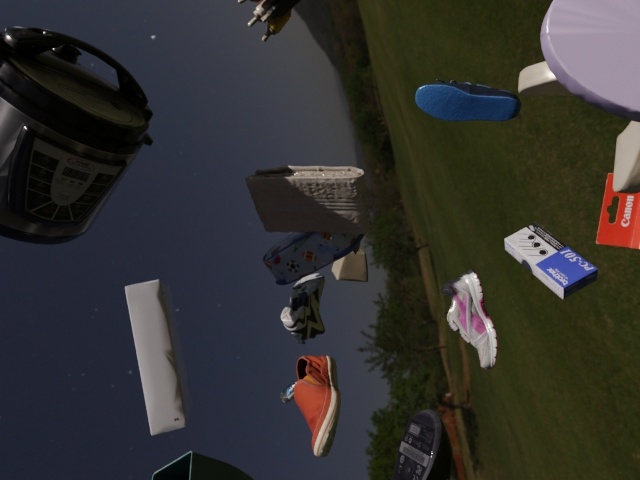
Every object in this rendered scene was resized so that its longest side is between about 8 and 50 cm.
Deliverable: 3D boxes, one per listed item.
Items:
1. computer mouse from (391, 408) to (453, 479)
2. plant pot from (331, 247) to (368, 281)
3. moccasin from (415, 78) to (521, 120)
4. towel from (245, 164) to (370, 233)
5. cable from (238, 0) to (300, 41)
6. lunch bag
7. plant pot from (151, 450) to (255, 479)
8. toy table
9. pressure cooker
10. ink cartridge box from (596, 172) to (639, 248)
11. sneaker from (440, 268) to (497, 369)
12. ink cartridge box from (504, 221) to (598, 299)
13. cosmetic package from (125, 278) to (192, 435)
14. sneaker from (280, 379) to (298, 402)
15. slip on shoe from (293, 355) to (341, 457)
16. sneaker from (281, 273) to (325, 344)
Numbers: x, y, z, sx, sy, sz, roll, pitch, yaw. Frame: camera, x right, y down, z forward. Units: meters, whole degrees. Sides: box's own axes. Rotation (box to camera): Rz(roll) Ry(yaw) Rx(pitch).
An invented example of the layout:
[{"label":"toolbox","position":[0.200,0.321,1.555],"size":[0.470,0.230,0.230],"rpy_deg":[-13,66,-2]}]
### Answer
[{"label":"computer mouse","position":[0.128,0.392,0.718],"size":[0.262,0.060,0.184],"rpy_deg":[-69,13,-20]},{"label":"plant pot","position":[0.106,0.077,1.604],"size":[0.109,0.109,0.096],"rpy_deg":[-121,37,-72]},{"label":"moccasin","position":[0.498,-0.469,1.599],"size":[0.117,0.342,0.137],"rpy_deg":[-60,-18,-50]},{"label":"towel","position":[-0.025,-0.091,1.106],"size":[0.187,0.282,0.049],"rpy_deg":[76,-158,-46]},{"label":"cable","position":[-0.046,-0.563,1.003],"size":[0.139,0.287,0.072],"rpy_deg":[51,-179,-45]},{"label":"lunch bag","position":[0.000,0.000,1.321],"size":[0.115,0.303,0.243],"rpy_deg":[60,-152,-10]},{"label":"plant pot","position":[-0.269,0.642,1.138],"size":[0.234,0.165,0.165],"rpy_deg":[33,-148,-36]},{"label":"toy table","position":[0.354,-0.181,0.470],"size":[0.161,0.274,0.252],"rpy_deg":[7,-81,-78]},{"label":"pressure cooker","position":[-0.605,-0.250,1.040],"size":[0.375,0.420,0.370],"rpy_deg":[35,-166,-14]},{"label":"ink cartridge box","position":[0.630,-0.050,0.873],"size":[0.045,0.179,0.145],"rpy_deg":[-20,-64,-70]},{"label":"sneaker","position":[0.379,0.206,1.200],"size":[0.103,0.111,0.252],"rpy_deg":[26,-131,-70]},{"label":"ink cartridge box","position":[0.562,0.045,1.155],"size":[0.207,0.097,0.046],"rpy_deg":[56,173,48]},{"label":"cosmetic package","position":[-0.441,0.309,1.302],"size":[0.284,0.097,0.377],"rpy_deg":[145,113,-73]},{"label":"sneaker","position":[-0.037,0.416,1.296],"size":[0.083,0.071,0.191],"rpy_deg":[60,-153,10]},{"label":"slip on shoe","position":[-0.012,0.361,1.060],"size":[0.331,0.101,0.123],"rpy_deg":[-99,20,-74]},{"label":"sneaker","position":[-0.033,0.224,1.473],"size":[0.235,0.094,0.153],"rpy_deg":[-66,-35,-51]}]
